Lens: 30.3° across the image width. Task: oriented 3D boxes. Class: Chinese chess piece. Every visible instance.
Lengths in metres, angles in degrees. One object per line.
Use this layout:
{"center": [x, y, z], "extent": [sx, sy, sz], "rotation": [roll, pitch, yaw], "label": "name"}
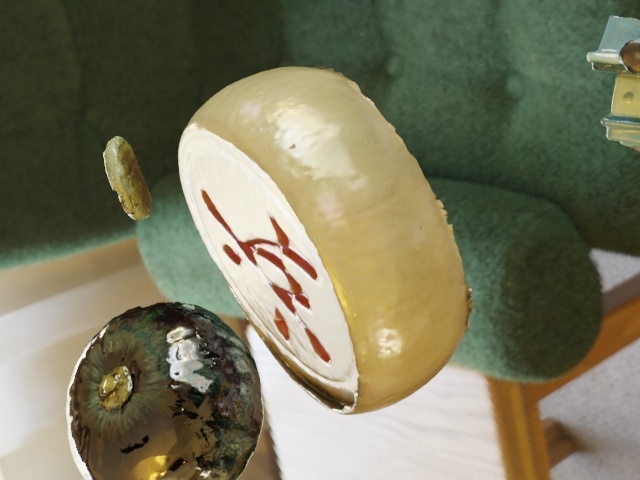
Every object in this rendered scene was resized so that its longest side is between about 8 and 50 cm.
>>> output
{"center": [0.000, 0.000, 0.830], "extent": [0.250, 0.103, 0.250], "rotation": [50, 158, 29], "label": "Chinese chess piece"}

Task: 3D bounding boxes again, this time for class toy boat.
{"center": [0.315, -0.102, 0.871], "extent": [0.238, 0.109, 0.098], "rotation": [11, 102, 17], "label": "toy boat"}

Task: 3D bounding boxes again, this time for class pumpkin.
{"center": [-0.171, 0.180, 1.270], "extent": [0.233, 0.163, 0.233], "rotation": [-15, 64, 33], "label": "pumpkin"}

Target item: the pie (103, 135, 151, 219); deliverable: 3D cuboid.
{"center": [-0.185, -0.060, 1.137], "extent": [0.084, 0.020, 0.084], "rotation": [-19, -90, -83], "label": "pie"}
